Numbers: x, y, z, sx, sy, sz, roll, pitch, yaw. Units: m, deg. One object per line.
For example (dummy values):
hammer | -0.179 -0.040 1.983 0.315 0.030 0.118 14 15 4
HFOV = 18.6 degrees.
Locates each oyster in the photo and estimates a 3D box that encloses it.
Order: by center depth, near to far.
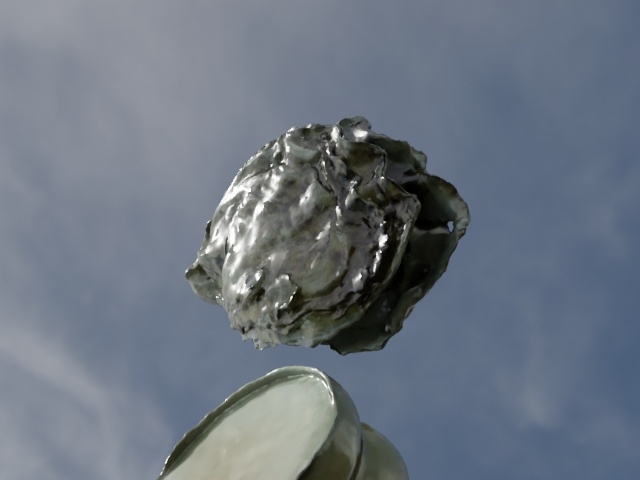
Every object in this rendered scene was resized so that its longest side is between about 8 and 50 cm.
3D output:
oyster | 0.000 0.000 1.512 0.112 0.267 0.198 27 -90 -36

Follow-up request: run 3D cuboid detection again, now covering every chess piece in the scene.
chess piece | 0.045 0.248 1.227 0.182 0.182 0.330 -40 -67 13
